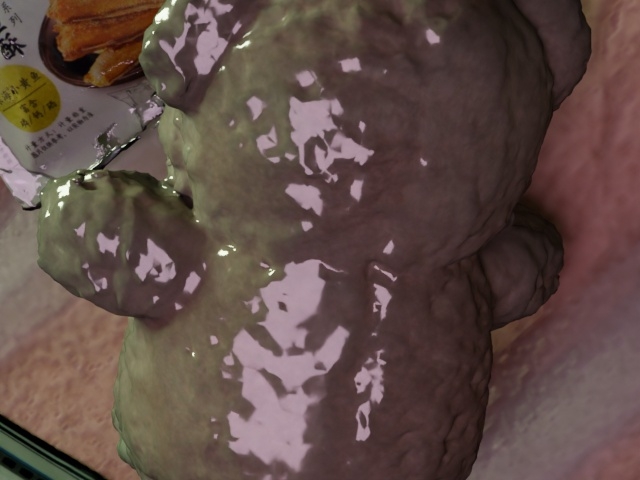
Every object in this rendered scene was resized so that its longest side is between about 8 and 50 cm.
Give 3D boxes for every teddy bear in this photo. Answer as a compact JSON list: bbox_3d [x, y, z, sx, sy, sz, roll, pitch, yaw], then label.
[{"bbox_3d":[0.000,0.001,0.812,0.236,0.151,0.267,-1,105,-20],"label":"teddy bear"}]

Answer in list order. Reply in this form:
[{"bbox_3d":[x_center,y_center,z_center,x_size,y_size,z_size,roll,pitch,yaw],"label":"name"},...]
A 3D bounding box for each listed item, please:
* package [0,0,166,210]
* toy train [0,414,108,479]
[{"bbox_3d":[-0.122,-0.119,0.875,0.171,0.027,0.173,-32,104,25],"label":"package"},{"bbox_3d":[-0.114,0.157,0.981,0.252,0.048,0.055,31,120,1],"label":"toy train"}]
